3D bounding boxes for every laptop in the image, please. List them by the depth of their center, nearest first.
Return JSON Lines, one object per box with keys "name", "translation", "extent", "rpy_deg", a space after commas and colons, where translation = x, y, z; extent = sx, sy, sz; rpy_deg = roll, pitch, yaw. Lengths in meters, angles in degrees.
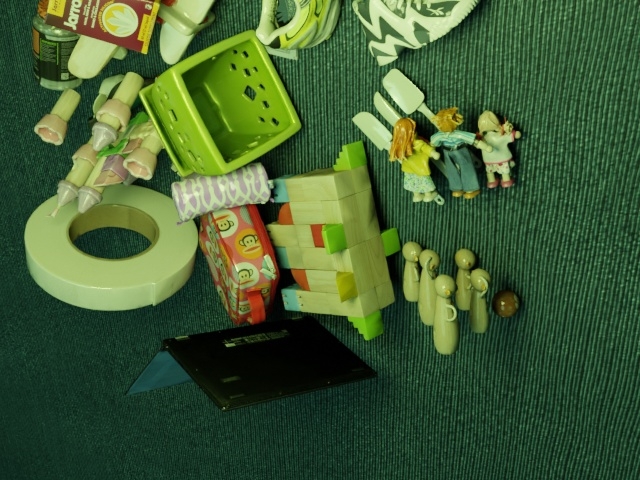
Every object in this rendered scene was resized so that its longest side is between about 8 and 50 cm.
{"name": "laptop", "translation": [-0.163, 0.315, 1.943], "extent": [0.408, 0.382, 0.236], "rpy_deg": [36, 123, 46]}

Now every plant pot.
{"name": "plant pot", "translation": [-0.215, -0.261, 1.770], "extent": [0.207, 0.227, 0.228], "rpy_deg": [-7, 113, 52]}

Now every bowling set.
{"name": "bowling set", "translation": [0.272, 0.078, 1.672], "extent": [0.287, 0.200, 0.154], "rpy_deg": [-122, 24, -64]}

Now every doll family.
{"name": "doll family", "translation": [0.214, -0.154, 1.555], "extent": [0.263, 0.118, 0.163], "rpy_deg": [-1, 119, 36]}

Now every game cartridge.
{"name": "game cartridge", "translation": [-0.078, -0.388, 1.728], "extent": [0.083, 0.017, 0.056], "rpy_deg": [20, 131, 27]}

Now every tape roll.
{"name": "tape roll", "translation": [-0.476, 0.007, 2.028], "extent": [0.392, 0.392, 0.072], "rpy_deg": [28, 131, 21]}

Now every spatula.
{"name": "spatula", "translation": [0.180, -0.189, 1.649], "extent": [0.242, 0.019, 0.168], "rpy_deg": [47, 134, 4]}

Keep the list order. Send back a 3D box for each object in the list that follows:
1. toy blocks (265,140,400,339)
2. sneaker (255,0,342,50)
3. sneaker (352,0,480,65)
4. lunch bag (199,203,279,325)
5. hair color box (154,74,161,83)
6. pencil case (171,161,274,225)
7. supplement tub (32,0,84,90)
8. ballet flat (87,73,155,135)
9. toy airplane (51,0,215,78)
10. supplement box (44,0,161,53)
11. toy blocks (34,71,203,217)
{"name": "toy blocks", "translation": [0.000, 0.000, 1.817], "extent": [0.261, 0.191, 0.381], "rpy_deg": [1, 108, 48]}
{"name": "sneaker", "translation": [-0.022, -0.499, 1.521], "extent": [0.145, 0.147, 0.384], "rpy_deg": [27, 129, 25]}
{"name": "sneaker", "translation": [0.146, -0.406, 1.483], "extent": [0.235, 0.094, 0.153], "rpy_deg": [-15, 115, 53]}
{"name": "lunch bag", "translation": [-0.171, 0.056, 1.907], "extent": [0.293, 0.120, 0.258], "rpy_deg": [106, 144, -64]}
{"name": "hair color box", "translation": [-0.301, -0.303, 1.937], "extent": [0.141, 0.043, 0.072], "rpy_deg": [34, 133, 18]}
{"name": "pencil case", "translation": [-0.198, -0.097, 1.778], "extent": [0.086, 0.206, 0.088], "rpy_deg": [-117, 16, -67]}
{"name": "supplement tub", "translation": [-0.599, -0.451, 2.026], "extent": [0.117, 0.117, 0.190], "rpy_deg": [31, 132, 19]}
{"name": "ballet flat", "translation": [-0.473, -0.318, 2.031], "extent": [0.280, 0.095, 0.096], "rpy_deg": [-37, 82, 45]}
{"name": "toy airplane", "translation": [-0.375, -0.531, 1.735], "extent": [0.386, 0.272, 0.384], "rpy_deg": [-13, 125, 4]}
{"name": "supplement box", "translation": [-0.390, -0.423, 1.594], "extent": [0.188, 0.080, 0.104], "rpy_deg": [14, 123, -14]}
{"name": "toy blocks", "translation": [-0.437, -0.155, 1.902], "extent": [0.289, 0.260, 0.309], "rpy_deg": [-4, 143, 39]}
